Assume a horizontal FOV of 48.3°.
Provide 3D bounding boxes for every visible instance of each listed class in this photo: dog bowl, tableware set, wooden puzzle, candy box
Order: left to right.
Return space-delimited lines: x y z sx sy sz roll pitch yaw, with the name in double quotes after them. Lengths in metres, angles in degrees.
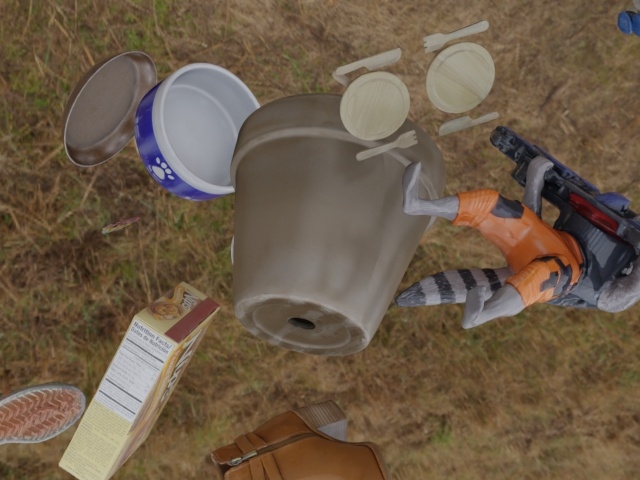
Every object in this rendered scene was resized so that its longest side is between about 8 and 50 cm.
-0.355 -0.027 1.266 0.049 0.006 0.083 -25 179 37 "wooden puzzle"
-0.299 0.238 1.192 0.088 0.183 0.316 31 108 4 "candy box"
-0.237 -0.216 1.449 0.265 0.264 0.104 21 155 -39 "dog bowl"
0.113 -0.183 0.859 0.194 0.039 0.128 -18 123 -3 "tableware set"

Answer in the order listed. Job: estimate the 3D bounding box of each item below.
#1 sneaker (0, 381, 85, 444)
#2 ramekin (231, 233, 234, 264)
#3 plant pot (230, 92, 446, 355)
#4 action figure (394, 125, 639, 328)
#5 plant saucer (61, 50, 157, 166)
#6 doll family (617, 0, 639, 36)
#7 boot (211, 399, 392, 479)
-0.586 0.315 1.283 0.302 0.121 0.108 -12 104 -36 "sneaker"
-0.102 0.041 1.821 0.273 0.127 0.272 0 101 1 "ramekin"
0.000 0.000 1.021 0.323 0.280 0.323 11 151 6 "plant pot"
0.243 -0.005 0.843 0.330 0.341 0.178 6 120 -26 "action figure"
-0.510 -0.320 1.701 0.310 0.050 0.310 -54 169 -15 "plant saucer"
0.509 -0.311 0.883 0.163 0.263 0.118 -36 139 -4 "doll family"
-0.026 0.353 1.053 0.220 0.283 0.109 -17 124 -21 "boot"
